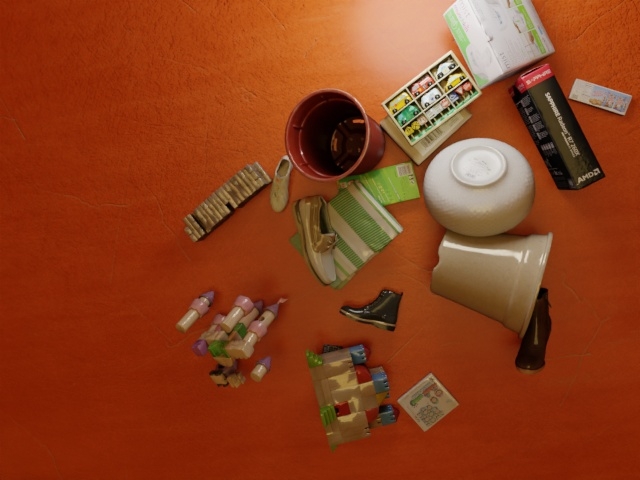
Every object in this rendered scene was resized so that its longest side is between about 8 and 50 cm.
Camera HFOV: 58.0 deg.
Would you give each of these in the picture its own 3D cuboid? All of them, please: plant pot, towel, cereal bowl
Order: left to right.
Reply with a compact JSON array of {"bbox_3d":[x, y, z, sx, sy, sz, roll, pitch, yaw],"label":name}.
[{"bbox_3d":[0.069,-0.311,1.804,0.272,0.265,0.272,1,93,25],"label":"plant pot"},{"bbox_3d":[0.085,-0.016,1.946,0.325,0.038,0.248,-43,87,20],"label":"towel"},{"bbox_3d":[0.479,-0.186,1.752,0.339,0.141,0.339,-6,56,9],"label":"cereal bowl"},{"bbox_3d":[0.516,0.098,1.791,0.305,0.334,0.334,16,97,17],"label":"plant pot"}]

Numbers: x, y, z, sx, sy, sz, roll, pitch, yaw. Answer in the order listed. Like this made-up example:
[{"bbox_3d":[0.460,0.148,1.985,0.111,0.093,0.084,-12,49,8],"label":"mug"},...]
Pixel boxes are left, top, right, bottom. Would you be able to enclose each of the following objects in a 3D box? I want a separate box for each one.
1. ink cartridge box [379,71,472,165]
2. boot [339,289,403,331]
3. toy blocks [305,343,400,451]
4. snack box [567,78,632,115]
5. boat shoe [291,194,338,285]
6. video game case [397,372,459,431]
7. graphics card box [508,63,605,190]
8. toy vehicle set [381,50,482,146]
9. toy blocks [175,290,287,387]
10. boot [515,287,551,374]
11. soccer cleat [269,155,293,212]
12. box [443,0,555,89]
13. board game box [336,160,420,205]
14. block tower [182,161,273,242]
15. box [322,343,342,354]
[{"bbox_3d":[0.337,-0.388,1.868,0.234,0.088,0.193,-44,89,10],"label":"ink cartridge box"},{"bbox_3d":[0.174,0.216,1.963,0.198,0.077,0.137,16,93,-7],"label":"boot"},{"bbox_3d":[0.119,0.511,1.945,0.261,0.191,0.381,-14,100,0],"label":"toy blocks"},{"bbox_3d":[0.877,-0.449,1.814,0.178,0.022,0.064,20,97,6],"label":"snack box"},{"bbox_3d":[0.000,0.000,1.895,0.103,0.113,0.302,-17,94,25],"label":"boat shoe"},{"bbox_3d":[0.369,0.556,1.985,0.157,0.019,0.143,-42,88,9],"label":"video game case"},{"bbox_3d":[0.704,-0.332,1.746,0.094,0.233,0.371,-26,90,10],"label":"graphics card box"},{"bbox_3d":[0.344,-0.438,1.799,0.267,0.035,0.166,-37,89,8],"label":"toy vehicle set"},{"bbox_3d":[-0.272,0.304,1.979,0.288,0.260,0.309,-7,121,37],"label":"toy blocks"},{"bbox_3d":[0.664,0.279,1.804,0.090,0.248,0.207,4,111,32],"label":"boot"},{"bbox_3d":[-0.137,-0.192,1.962,0.068,0.076,0.196,13,97,7],"label":"soccer cleat"},{"bbox_3d":[0.540,-0.627,1.745,0.231,0.127,0.262,-28,91,-22],"label":"box"},{"bbox_3d":[0.192,-0.175,1.935,0.259,0.039,0.124,-13,94,8],"label":"board game box"},{"bbox_3d":[-0.324,-0.132,1.987,0.335,0.097,0.091,-39,90,9],"label":"block tower"},{"bbox_3d":[0.040,0.409,2.020,0.067,0.018,0.083,5,96,8],"label":"box"}]
